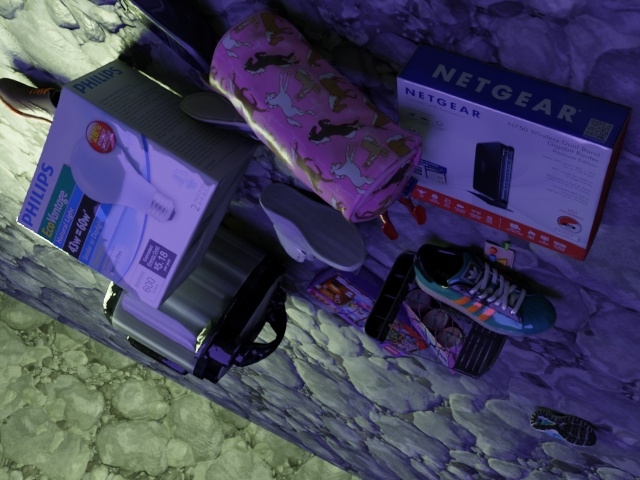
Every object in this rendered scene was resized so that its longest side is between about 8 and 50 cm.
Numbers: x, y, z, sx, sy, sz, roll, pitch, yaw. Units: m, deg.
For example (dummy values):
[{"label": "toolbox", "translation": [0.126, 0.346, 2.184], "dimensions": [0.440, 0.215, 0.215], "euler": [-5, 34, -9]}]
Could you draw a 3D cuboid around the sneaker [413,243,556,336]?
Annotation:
[{"label": "sneaker", "translation": [0.314, 0.094, 1.746], "dimensions": [0.302, 0.108, 0.121], "euler": [22, 161, 24]}]

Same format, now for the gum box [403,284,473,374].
[{"label": "gum box", "translation": [0.259, 0.195, 1.950], "dimensions": [0.188, 0.062, 0.107], "euler": [52, 172, 42]}]

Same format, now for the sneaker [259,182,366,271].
[{"label": "sneaker", "translation": [0.000, 0.000, 1.932], "dimensions": [0.292, 0.108, 0.169], "euler": [38, 163, 32]}]

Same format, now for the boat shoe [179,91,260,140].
[{"label": "boat shoe", "translation": [-0.187, -0.240, 1.770], "dimensions": [0.206, 0.075, 0.065], "euler": [16, 147, 22]}]

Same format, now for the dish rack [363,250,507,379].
[{"label": "dish rack", "translation": [0.251, 0.160, 1.843], "dimensions": [0.272, 0.208, 0.074], "euler": [20, 163, 23]}]

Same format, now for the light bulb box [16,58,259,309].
[{"label": "light bulb box", "translation": [-0.383, -0.120, 1.860], "dimensions": [0.361, 0.225, 0.358], "euler": [31, 120, 3]}]

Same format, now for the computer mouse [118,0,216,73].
[{"label": "computer mouse", "translation": [-0.277, -0.406, 1.571], "dimensions": [0.272, 0.072, 0.188], "euler": [41, 173, -4]}]

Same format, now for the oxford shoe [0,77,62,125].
[{"label": "oxford shoe", "translation": [-0.662, -0.338, 2.139], "dimensions": [0.271, 0.097, 0.098], "euler": [26, 134, 4]}]

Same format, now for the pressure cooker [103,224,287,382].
[{"label": "pressure cooker", "translation": [-0.282, 0.151, 2.231], "dimensions": [0.420, 0.369, 0.375], "euler": [30, 153, 2]}]

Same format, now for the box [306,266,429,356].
[{"label": "box", "translation": [0.127, 0.166, 2.150], "dimensions": [0.293, 0.057, 0.201], "euler": [37, 155, -10]}]

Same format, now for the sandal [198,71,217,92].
[{"label": "sandal", "translation": [-0.113, -0.263, 1.631], "dimensions": [0.240, 0.088, 0.079], "euler": [18, 149, 16]}]

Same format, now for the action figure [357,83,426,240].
[{"label": "action figure", "translation": [0.077, -0.146, 1.502], "dimensions": [0.280, 0.092, 0.139], "euler": [62, -179, 41]}]

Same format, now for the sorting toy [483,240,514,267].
[{"label": "sorting toy", "translation": [0.341, 0.022, 1.705], "dimensions": [0.062, 0.012, 0.083], "euler": [23, 153, 19]}]

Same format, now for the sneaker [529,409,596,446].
[{"label": "sneaker", "translation": [0.594, 0.455, 2.156], "dimensions": [0.162, 0.063, 0.073], "euler": [17, 168, 38]}]

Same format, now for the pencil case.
[{"label": "pencil case", "translation": [-0.011, -0.202, 1.418], "dimensions": [0.386, 0.167, 0.160], "euler": [44, 136, 20]}]

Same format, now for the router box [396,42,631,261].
[{"label": "router box", "translation": [0.289, -0.134, 1.407], "dimensions": [0.336, 0.082, 0.301], "euler": [22, 153, 21]}]
